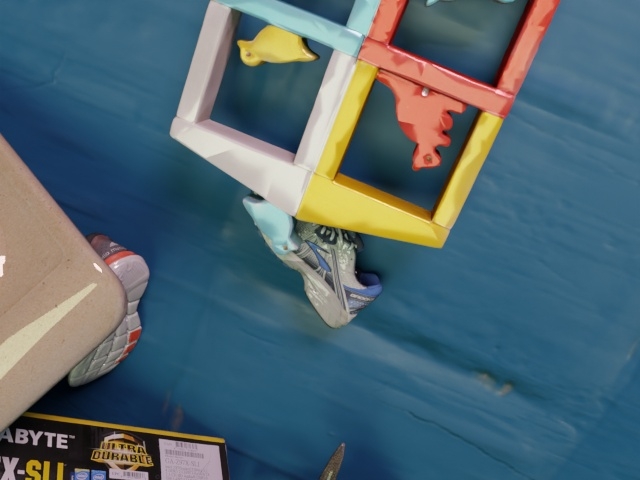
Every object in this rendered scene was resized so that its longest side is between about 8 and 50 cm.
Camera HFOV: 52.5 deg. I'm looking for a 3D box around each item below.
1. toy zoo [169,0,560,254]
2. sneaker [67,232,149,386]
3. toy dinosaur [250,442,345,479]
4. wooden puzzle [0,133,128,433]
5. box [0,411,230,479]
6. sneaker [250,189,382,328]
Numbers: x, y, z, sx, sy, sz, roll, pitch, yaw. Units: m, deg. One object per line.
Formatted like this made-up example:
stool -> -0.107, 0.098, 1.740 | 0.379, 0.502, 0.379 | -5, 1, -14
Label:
toy zoo -> 0.027, -0.122, 0.393 | 0.193, 0.030, 0.293 | 22, 110, 2
sneaker -> -0.194, 0.058, 0.561 | 0.065, 0.061, 0.157 | 41, 121, 23
toy dinosaur -> 0.006, 0.277, 0.598 | 0.161, 0.121, 0.313 | 12, 115, -6
wooden puzzle -> -0.348, 0.024, 0.458 | 0.322, 0.080, 0.348 | -42, 79, -3
box -> -0.278, 0.277, 0.601 | 0.257, 0.079, 0.322 | 20, 127, -38
sneaker -> 0.000, 0.000, 0.483 | 0.058, 0.052, 0.135 | -30, 114, 15
